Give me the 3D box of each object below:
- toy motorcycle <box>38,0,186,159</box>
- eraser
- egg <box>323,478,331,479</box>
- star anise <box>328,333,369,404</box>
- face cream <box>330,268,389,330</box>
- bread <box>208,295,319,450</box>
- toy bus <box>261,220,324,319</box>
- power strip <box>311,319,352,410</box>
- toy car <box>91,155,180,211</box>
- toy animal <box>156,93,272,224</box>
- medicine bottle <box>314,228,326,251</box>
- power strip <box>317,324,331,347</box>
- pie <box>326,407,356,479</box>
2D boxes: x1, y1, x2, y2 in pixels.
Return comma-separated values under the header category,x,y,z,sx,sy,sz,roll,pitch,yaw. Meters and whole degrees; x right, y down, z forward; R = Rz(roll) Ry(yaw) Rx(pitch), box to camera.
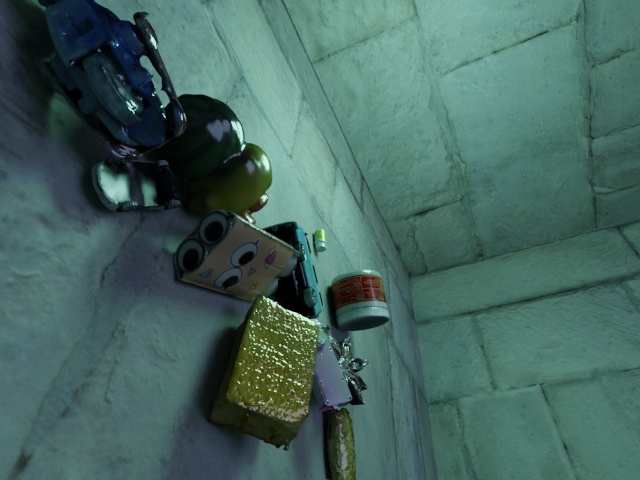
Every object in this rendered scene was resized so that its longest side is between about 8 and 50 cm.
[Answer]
category,x,y,z,sx,sy,sz,roll,pitch,yaw
toy motorcycle,-0.368,-0.285,0.722,0.319,0.182,0.241,61,-28,11
eraser,-0.174,0.041,0.960,0.087,0.171,0.290,45,4,28
egg,0.002,0.602,0.897,0.217,0.183,0.183,63,19,-46
star anise,0.047,0.404,1.316,0.236,0.109,0.223,52,26,5
face cream,0.149,0.230,1.636,0.201,0.201,0.187,42,35,-58
bread,-0.107,0.268,0.906,0.185,0.114,0.274,29,38,-15
toy bus,-0.080,0.091,1.216,0.165,0.133,0.271,7,69,-76
power strip,-0.001,0.341,1.203,0.109,0.037,0.278,8,46,-43
toy car,-0.330,-0.098,0.776,0.205,0.056,0.095,-18,91,-68
toy animal,-0.214,-0.166,0.948,0.338,0.191,0.216,62,35,-40
medicine bottle,0.000,0.000,1.660,0.047,0.047,0.083,52,26,-47
power strip,0.005,0.269,1.223,0.055,0.035,0.083,45,35,5
pie,0.063,0.633,1.239,0.128,0.069,0.282,47,35,-51
